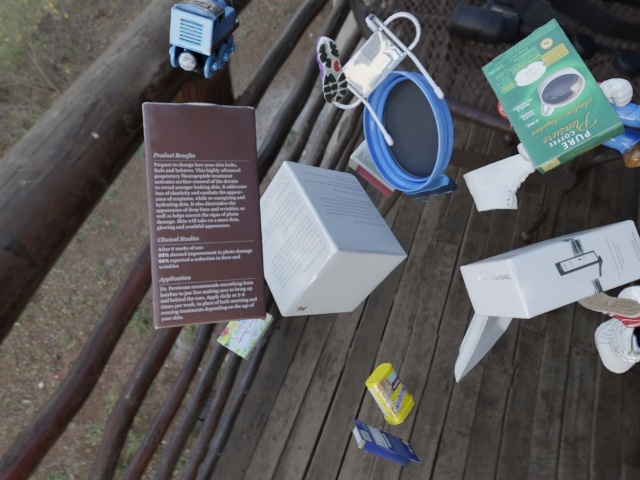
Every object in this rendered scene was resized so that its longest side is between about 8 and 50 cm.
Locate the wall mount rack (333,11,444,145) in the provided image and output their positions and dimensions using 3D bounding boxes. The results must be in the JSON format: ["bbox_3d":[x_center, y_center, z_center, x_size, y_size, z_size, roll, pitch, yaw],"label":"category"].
[{"bbox_3d":[0.183,-0.475,1.376,0.304,0.350,0.130,40,36,-14],"label":"wall mount rack"}]

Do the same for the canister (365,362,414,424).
[{"bbox_3d":[0.241,0.529,1.608,0.126,0.073,0.169,-39,102,-40],"label":"canister"}]

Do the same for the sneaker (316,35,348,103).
[{"bbox_3d":[0.026,-0.443,1.202,0.068,0.169,0.071,-16,36,-6],"label":"sneaker"}]

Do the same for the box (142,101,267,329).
[{"bbox_3d":[-0.212,-0.043,0.839,0.191,0.143,0.380,-2,88,-18],"label":"box"}]

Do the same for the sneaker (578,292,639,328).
[{"bbox_3d":[0.537,0.125,0.852,0.042,0.067,0.118,-60,30,-5],"label":"sneaker"}]

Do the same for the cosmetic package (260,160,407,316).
[{"bbox_3d":[0.000,0.000,1.563,0.328,0.329,0.393,4,46,-42],"label":"cosmetic package"}]

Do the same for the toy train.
[{"bbox_3d":[-0.180,-0.335,0.740,0.080,0.105,0.184,18,39,-4],"label":"toy train"}]

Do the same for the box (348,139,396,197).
[{"bbox_3d":[0.253,-0.315,1.950,0.232,0.127,0.148,40,84,4],"label":"box"}]

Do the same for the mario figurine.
[{"bbox_3d":[0.540,-0.248,0.993,0.321,0.170,0.197,22,107,19],"label":"mario figurine"}]

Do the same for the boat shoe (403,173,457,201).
[{"bbox_3d":[0.401,-0.191,1.728,0.089,0.258,0.108,21,91,-25],"label":"boat shoe"}]

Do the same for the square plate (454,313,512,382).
[{"bbox_3d":[0.515,0.206,1.350,0.049,0.347,0.344,33,39,31],"label":"square plate"}]

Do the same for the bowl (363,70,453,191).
[{"bbox_3d":[0.284,-0.358,1.530,0.077,0.391,0.391,-19,61,-24],"label":"bowl"}]

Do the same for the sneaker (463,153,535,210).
[{"bbox_3d":[0.641,-0.191,1.521,0.293,0.108,0.169,-20,87,24],"label":"sneaker"}]

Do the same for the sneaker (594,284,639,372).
[{"bbox_3d":[0.767,0.246,1.152,0.111,0.297,0.129,3,43,18],"label":"sneaker"}]

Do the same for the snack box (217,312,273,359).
[{"bbox_3d":[-0.216,0.259,1.343,0.100,0.037,0.141,27,69,14],"label":"snack box"}]

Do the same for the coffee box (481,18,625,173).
[{"bbox_3d":[0.312,-0.196,0.635,0.113,0.040,0.184,-32,64,29],"label":"coffee box"}]

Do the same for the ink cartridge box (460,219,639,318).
[{"bbox_3d":[0.338,0.046,0.688,0.203,0.148,0.085,-17,86,-11],"label":"ink cartridge box"}]

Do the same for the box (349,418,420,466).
[{"bbox_3d":[0.215,0.687,1.562,0.225,0.136,0.036,25,93,-11],"label":"box"}]
